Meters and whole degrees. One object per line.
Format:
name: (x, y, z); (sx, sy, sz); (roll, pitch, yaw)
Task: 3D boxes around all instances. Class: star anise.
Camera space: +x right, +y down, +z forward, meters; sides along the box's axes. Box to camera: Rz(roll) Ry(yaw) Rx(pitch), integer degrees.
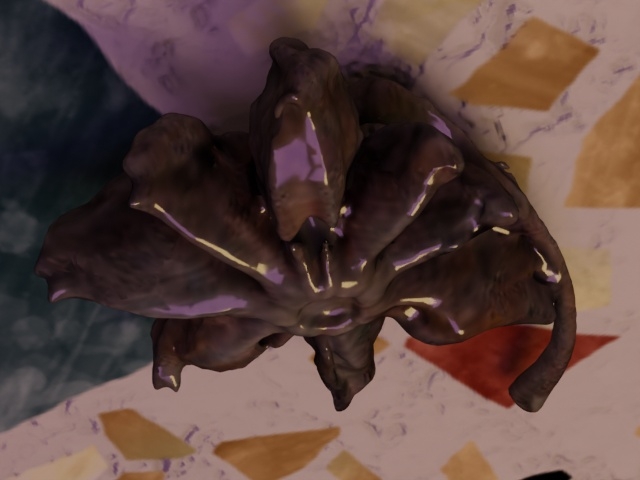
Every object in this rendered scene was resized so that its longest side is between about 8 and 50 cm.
star anise: (0.000, 0.000, 0.971); (0.315, 0.139, 0.359); (1, 145, 1)
